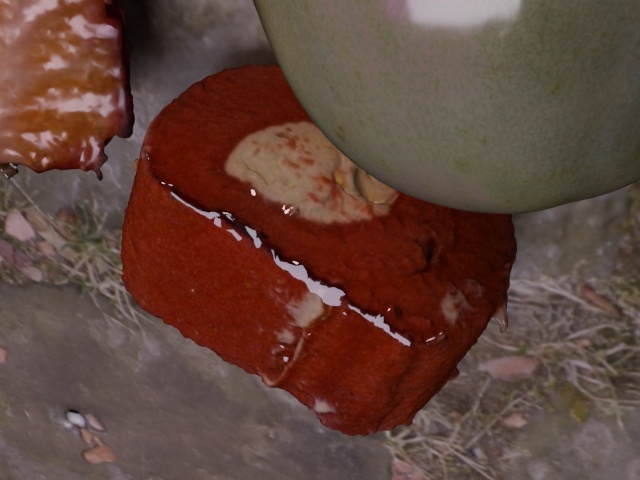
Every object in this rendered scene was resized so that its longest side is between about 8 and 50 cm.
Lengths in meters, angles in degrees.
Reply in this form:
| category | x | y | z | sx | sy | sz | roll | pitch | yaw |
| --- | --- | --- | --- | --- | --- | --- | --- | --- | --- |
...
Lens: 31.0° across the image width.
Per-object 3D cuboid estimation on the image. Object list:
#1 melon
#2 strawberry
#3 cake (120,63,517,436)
| category | x | y | z | sx | sy | sz | roll | pitch | yaw |
| --- | --- | --- | --- | --- | --- | --- | --- | --- | --- |
| melon | 0.091 | -0.175 | 0.536 | 0.269 | 0.268 | 0.330 | 7 | 117 | 20 |
| strawberry | -0.257 | -0.186 | 0.792 | 0.254 | 0.150 | 0.280 | -1 | 132 | -1 |
| cake | 0.000 | 0.000 | 0.822 | 0.283 | 0.177 | 0.151 | 30 | 138 | 4 |
